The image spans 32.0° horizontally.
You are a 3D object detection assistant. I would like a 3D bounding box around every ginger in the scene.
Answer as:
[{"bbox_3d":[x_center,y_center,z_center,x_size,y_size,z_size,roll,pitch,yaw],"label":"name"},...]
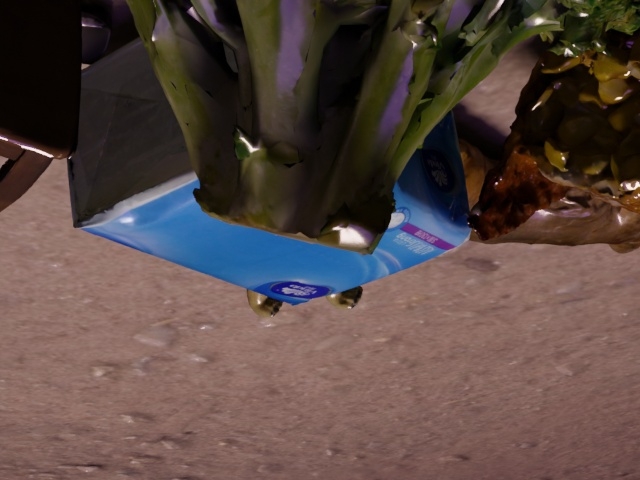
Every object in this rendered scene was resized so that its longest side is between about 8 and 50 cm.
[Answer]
[{"bbox_3d":[0.214,-0.034,1.047,0.333,0.080,0.166,11,163,-25],"label":"ginger"}]

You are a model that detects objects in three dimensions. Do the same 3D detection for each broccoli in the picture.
[{"bbox_3d":[0.013,-0.139,0.577,0.321,0.283,0.304,11,-179,35],"label":"broccoli"}]

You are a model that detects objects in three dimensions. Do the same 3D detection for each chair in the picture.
[{"bbox_3d":[-0.217,-0.139,0.636,0.186,0.160,0.319,19,140,-32],"label":"chair"}]

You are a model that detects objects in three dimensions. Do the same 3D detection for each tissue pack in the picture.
[{"bbox_3d":[-0.032,-0.059,0.856,0.198,0.146,0.263,-22,154,28],"label":"tissue pack"}]

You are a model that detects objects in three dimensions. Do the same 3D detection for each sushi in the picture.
[{"bbox_3d":[0.244,-0.109,0.813,0.296,0.167,0.179,-18,161,38],"label":"sushi"}]

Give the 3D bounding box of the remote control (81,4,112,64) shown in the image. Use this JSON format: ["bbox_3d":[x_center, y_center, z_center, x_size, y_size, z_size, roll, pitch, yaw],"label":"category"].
[{"bbox_3d":[-0.252,-0.157,0.768,0.212,0.028,0.059,7,156,-23],"label":"remote control"}]

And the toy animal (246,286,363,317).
[{"bbox_3d":[0.000,0.000,1.056,0.218,0.103,0.101,-7,134,44],"label":"toy animal"}]
